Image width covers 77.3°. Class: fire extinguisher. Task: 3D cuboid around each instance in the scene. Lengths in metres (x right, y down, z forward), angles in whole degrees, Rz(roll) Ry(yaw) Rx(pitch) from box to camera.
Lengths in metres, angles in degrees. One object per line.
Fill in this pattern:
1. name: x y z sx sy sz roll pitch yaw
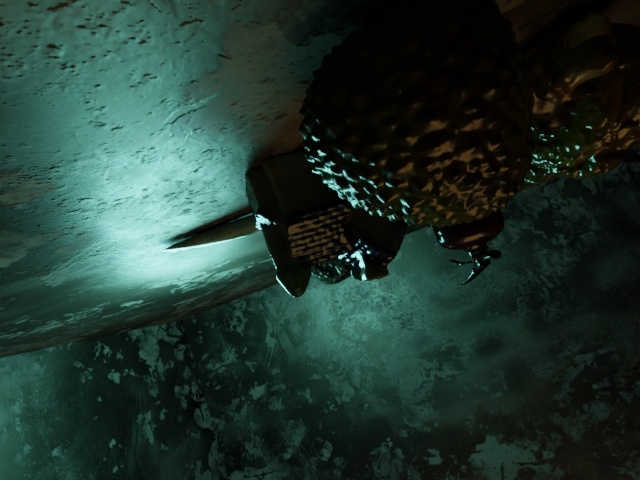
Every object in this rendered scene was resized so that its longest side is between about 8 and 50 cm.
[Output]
1. fire extinguisher: 0.229 -0.092 0.701 0.114 0.337 0.135 -14 171 -19

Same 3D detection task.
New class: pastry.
1. pastry: 0.428 -0.226 0.663 0.132 0.235 0.240 -21 -173 -15

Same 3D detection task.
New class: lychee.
1. lychee: 0.135 -0.146 0.474 0.320 0.270 0.270 17 180 15

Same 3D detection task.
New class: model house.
1. model house: 0.020 -0.033 0.841 0.298 0.284 0.243 -17 166 -14

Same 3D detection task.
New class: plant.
1. plant: 0.064 0.066 1.687 0.213 0.215 0.312 -24 173 10

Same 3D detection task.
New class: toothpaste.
1. toothpaste: -0.261 -0.017 1.050 0.314 0.056 0.058 -17 131 8

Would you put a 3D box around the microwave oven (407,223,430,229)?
1. microwave oven: 0.239 -0.122 1.047 0.238 0.181 0.295 -19 171 -9

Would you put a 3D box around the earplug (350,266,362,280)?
1. earplug: 0.007 0.001 1.068 0.164 0.257 0.280 -44 -177 -43
